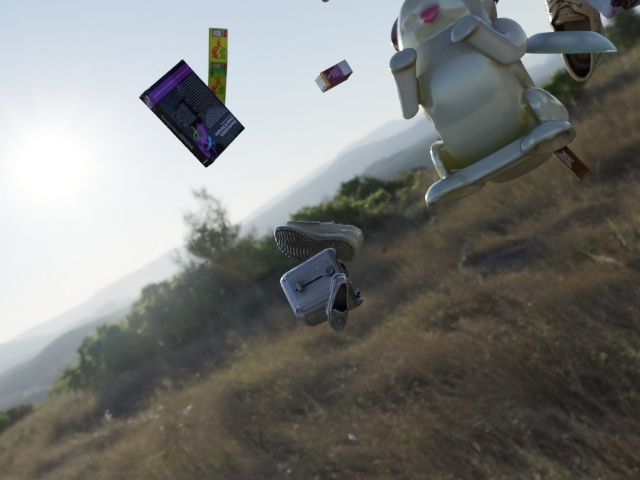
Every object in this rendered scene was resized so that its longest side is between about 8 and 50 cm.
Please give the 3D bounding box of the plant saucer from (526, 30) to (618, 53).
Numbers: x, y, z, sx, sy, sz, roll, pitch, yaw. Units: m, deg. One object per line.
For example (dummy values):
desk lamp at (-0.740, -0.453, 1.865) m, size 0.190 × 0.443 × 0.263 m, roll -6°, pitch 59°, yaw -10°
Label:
plant saucer at (0.466, -0.378, 1.522) m, size 0.195 × 0.037 × 0.195 m, roll 0°, pitch 10°, yaw 0°

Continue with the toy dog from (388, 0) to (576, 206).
toy dog at (0.291, -0.317, 1.487) m, size 0.284 × 0.408 × 0.395 m, roll -30°, pitch -10°, yaw 37°

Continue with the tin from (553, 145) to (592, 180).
tin at (0.568, -0.214, 1.891) m, size 0.040 × 0.189 × 0.106 m, roll -44°, pitch 20°, yaw 19°

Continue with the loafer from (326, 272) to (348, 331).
loafer at (0.037, 0.130, 1.605) m, size 0.045 × 0.125 × 0.039 m, roll -2°, pitch 20°, yaw -12°

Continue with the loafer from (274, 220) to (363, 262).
loafer at (0.000, 0.000, 2.066) m, size 0.268 × 0.102 × 0.092 m, roll 11°, pitch 31°, yaw 34°

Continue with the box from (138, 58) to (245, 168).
box at (-0.215, -0.216, 1.358) m, size 0.029 × 0.162 × 0.116 m, roll -31°, pitch 17°, yaw 45°

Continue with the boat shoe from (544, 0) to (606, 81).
boat shoe at (0.568, -0.527, 1.789) m, size 0.121 × 0.341 × 0.110 m, roll -9°, pitch 28°, yaw 34°

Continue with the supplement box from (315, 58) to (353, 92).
supplement box at (0.035, -0.424, 2.061) m, size 0.083 × 0.043 × 0.055 m, roll -32°, pitch -2°, yaw -19°

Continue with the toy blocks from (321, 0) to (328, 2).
toy blocks at (-0.028, -0.549, 1.435) m, size 0.308 × 0.260 × 0.288 m, roll -8°, pitch 3°, yaw -23°

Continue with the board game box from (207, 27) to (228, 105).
board game box at (-0.232, -0.383, 1.794) m, size 0.043 × 0.092 × 0.181 m, roll 1°, pitch -25°, yaw -8°

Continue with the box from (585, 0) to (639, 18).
box at (0.434, -0.492, 1.243) m, size 0.142 × 0.247 × 0.163 m, roll -24°, pitch -34°, yaw -14°

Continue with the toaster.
toaster at (0.004, 0.115, 1.830) m, size 0.146 × 0.129 × 0.227 m, roll -27°, pitch -19°, yaw 3°
